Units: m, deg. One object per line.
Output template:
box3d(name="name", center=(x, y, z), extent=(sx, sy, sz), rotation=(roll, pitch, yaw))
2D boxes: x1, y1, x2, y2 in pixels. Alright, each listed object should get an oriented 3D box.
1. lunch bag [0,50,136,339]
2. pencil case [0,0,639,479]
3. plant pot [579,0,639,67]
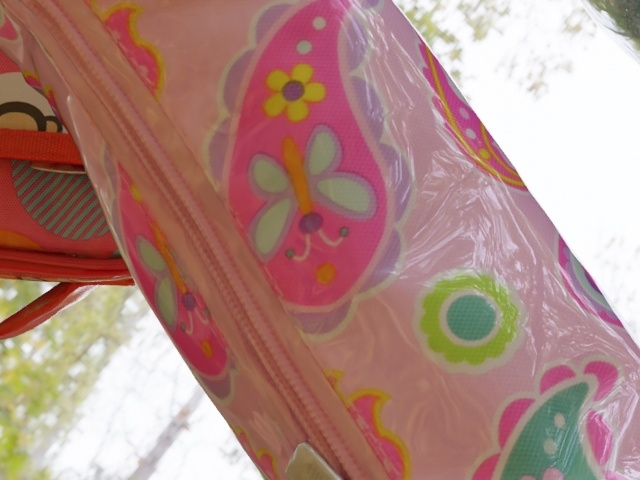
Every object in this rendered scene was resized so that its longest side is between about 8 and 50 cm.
box3d(name="lunch bag", center=(-0.165, -0.082, 0.696), extent=(0.293, 0.120, 0.258), rotation=(5, -86, 16))
box3d(name="pencil case", center=(0.000, 0.000, 0.464), extent=(0.124, 0.124, 0.284), rotation=(-46, -111, 39))
box3d(name="plant pot", center=(0.224, -0.176, 0.630), extent=(0.293, 0.293, 0.235), rotation=(41, -14, -1))
